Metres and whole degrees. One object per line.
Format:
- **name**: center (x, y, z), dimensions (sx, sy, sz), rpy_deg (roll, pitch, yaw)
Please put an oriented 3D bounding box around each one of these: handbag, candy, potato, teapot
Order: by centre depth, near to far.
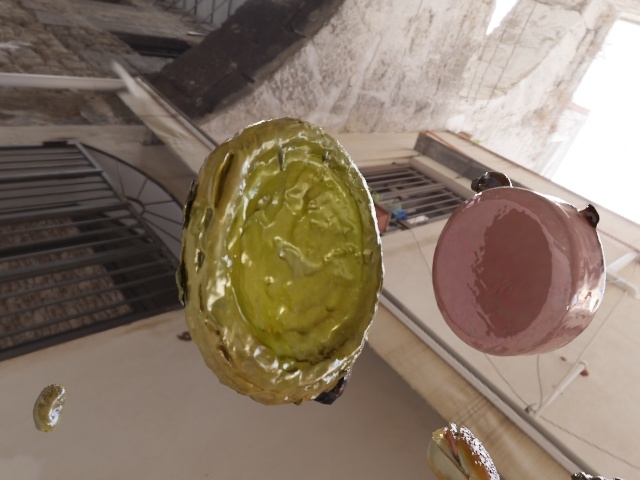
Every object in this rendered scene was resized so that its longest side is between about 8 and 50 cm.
- **candy**: center (0.276, 0.040, 0.656), dimensions (0.255, 0.094, 0.255), rpy_deg (-18, -112, 57)
- **teapot**: center (0.467, -0.144, 1.255), dimensions (0.129, 0.078, 0.098), rpy_deg (-135, -133, -63)
- **potato**: center (-0.822, 0.506, 1.377), dimensions (0.070, 0.091, 0.137), rpy_deg (3, -112, 12)
- **handbag**: center (0.037, 0.490, 1.698), dimensions (0.155, 0.169, 0.215), rpy_deg (17, -93, 7)

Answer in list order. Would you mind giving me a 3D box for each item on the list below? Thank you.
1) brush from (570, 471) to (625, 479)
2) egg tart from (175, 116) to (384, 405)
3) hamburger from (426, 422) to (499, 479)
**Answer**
- **brush**: center (0.570, 0.447, 0.759), dimensions (0.071, 0.301, 0.084), rpy_deg (105, -9, -79)
- **egg tart**: center (-0.052, 0.026, 0.575), dimensions (0.132, 0.345, 0.345), rpy_deg (-6, -84, 40)
- **hamburger**: center (0.395, 0.617, 1.239), dimensions (0.147, 0.237, 0.237), rpy_deg (-45, -118, 6)
